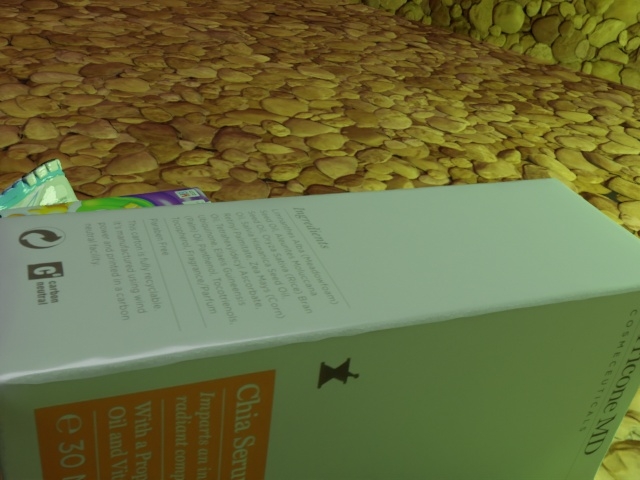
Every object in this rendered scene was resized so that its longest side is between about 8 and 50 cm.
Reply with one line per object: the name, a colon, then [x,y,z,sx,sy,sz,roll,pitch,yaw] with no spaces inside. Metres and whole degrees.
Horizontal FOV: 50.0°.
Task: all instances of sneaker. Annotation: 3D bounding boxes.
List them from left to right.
sneaker: [-0.352,-0.012,0.772,0.191,0.083,0.071,-42,20,-30]

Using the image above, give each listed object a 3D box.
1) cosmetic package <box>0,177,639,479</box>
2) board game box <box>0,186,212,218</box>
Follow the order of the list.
cosmetic package: [0.013,0.099,0.508,0.454,0.230,0.161,-6,34,-22]
board game box: [-0.217,0.057,0.606,0.275,0.144,0.142,-9,34,-29]
